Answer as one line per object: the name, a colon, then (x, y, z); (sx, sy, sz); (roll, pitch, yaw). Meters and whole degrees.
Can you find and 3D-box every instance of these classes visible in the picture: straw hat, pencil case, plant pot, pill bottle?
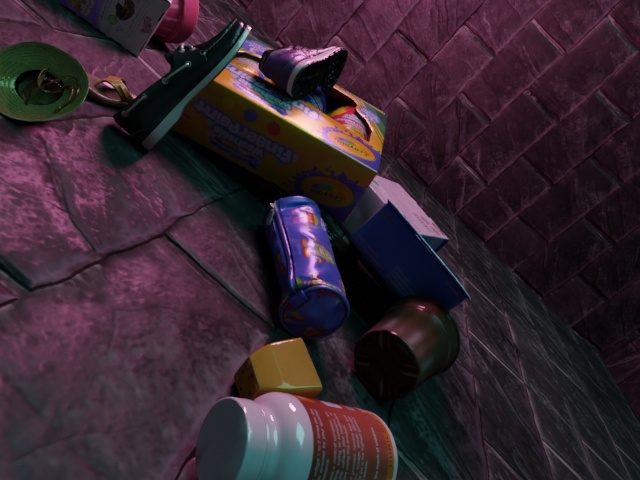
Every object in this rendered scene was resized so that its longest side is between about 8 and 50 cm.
straw hat: (-0.427, -0.227, 0.715); (0.144, 0.144, 0.061); (45, -19, 2)
pencil case: (-0.037, 0.032, 0.862); (0.133, 0.119, 0.306); (37, 22, -35)
plant pot: (0.154, 0.201, 0.859); (0.167, 0.167, 0.165); (51, 30, 15)
pill bottle: (-0.022, 0.238, 0.521); (0.216, 0.121, 0.121); (27, 28, -37)
plant pot: (-0.064, 0.183, 0.611); (0.083, 0.081, 0.081); (10, 39, -39)
plant pot: (-0.463, -0.647, 1.257); (0.201, 0.201, 0.180); (50, 38, 14)

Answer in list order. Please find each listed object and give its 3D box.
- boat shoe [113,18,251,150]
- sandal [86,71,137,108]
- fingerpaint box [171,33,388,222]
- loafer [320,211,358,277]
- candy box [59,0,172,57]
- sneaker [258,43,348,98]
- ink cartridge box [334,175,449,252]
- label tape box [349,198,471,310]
boat shoe: (-0.251, -0.304, 0.852); (0.091, 0.302, 0.114); (41, -6, -22)
sandal: (-0.389, -0.290, 0.914); (0.180, 0.049, 0.072); (18, 34, -48)
fingerpaint box: (-0.070, -0.293, 1.128); (0.445, 0.163, 0.371); (28, 35, -7)
loafer: (0.000, 0.000, 1.035); (0.220, 0.080, 0.078); (40, 22, -12)
candy box: (-0.477, -0.569, 1.100); (0.196, 0.165, 0.070); (32, 27, -29)
sneaker: (-0.036, -0.419, 1.078); (0.124, 0.107, 0.283); (33, 34, 11)
ink cartridge box: (0.222, -0.056, 1.427); (0.395, 0.151, 0.270); (3, 45, -56)
label tape box: (0.178, 0.060, 1.029); (0.249, 0.115, 0.348); (51, 1, 7)
